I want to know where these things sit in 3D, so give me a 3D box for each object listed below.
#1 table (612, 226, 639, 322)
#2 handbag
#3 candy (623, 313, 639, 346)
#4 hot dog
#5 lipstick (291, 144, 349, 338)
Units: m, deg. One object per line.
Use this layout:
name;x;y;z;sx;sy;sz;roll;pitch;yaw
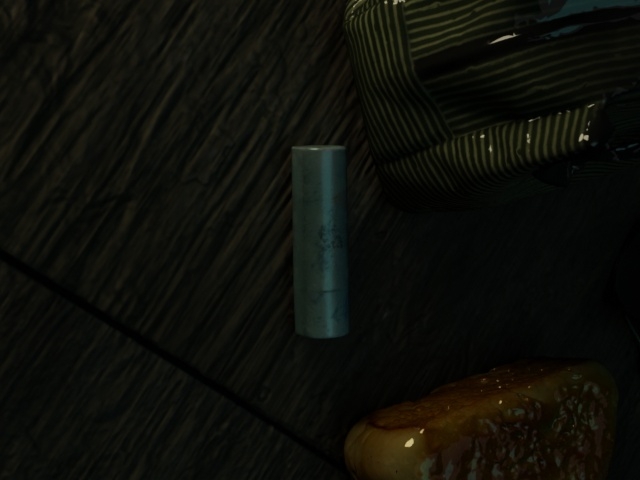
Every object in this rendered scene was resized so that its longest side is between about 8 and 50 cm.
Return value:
table;0.426;0.070;0.980;0.220;0.126;0.126;28;83;-29
handbag;0.209;-0.160;0.765;0.340;0.240;0.247;-15;97;-25
candy;0.344;0.114;1.004;0.083;0.025;0.023;55;43;-14
hot dog;0.155;0.206;0.839;0.256;0.150;0.153;-14;95;-27
lipstick;0.000;0.000;0.777;0.048;0.048;0.158;-5;99;-29
